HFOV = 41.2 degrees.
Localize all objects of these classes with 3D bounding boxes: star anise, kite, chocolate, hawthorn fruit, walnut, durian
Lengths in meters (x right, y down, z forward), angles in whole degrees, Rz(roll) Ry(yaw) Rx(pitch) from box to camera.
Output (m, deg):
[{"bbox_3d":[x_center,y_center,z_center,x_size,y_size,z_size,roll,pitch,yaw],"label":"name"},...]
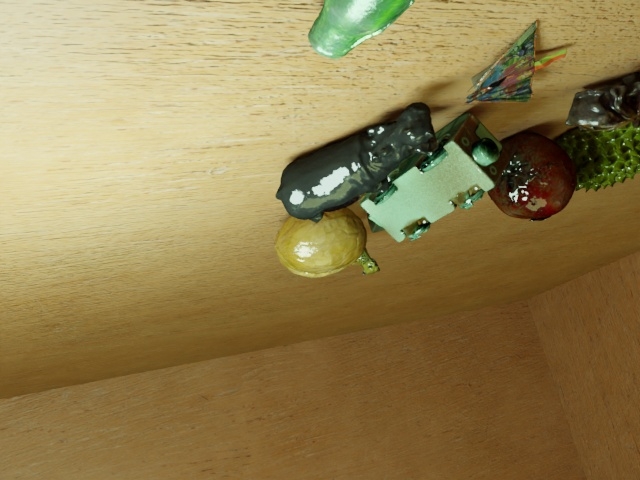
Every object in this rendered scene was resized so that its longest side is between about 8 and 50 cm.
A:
[{"bbox_3d":[0.572,-0.258,1.575,0.214,0.098,0.220,-10,178,43],"label":"star anise"},{"bbox_3d":[0.309,-0.264,1.343,0.183,0.014,0.241,-25,156,-3],"label":"kite"},{"bbox_3d":[0.062,-0.286,0.920,0.110,0.110,0.291,-9,167,-24],"label":"chocolate"},{"bbox_3d":[0.452,-0.131,1.752,0.235,0.181,0.181,-3,161,-42],"label":"hawthorn fruit"},{"bbox_3d":[0.000,0.000,1.829,0.207,0.159,0.159,-12,165,-18],"label":"walnut"},{"bbox_3d":[0.627,-0.217,1.825,0.356,0.157,0.169,-22,-160,27],"label":"durian"}]

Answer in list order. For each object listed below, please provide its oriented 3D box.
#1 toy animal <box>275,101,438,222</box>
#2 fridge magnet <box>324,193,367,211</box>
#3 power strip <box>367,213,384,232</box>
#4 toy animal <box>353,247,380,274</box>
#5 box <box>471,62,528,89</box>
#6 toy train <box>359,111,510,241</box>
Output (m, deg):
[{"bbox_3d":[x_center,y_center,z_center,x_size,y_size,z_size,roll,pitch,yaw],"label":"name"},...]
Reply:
[{"bbox_3d":[0.076,-0.138,1.479,0.343,0.106,0.168,-27,165,32],"label":"toy animal"},{"bbox_3d":[0.028,-0.096,1.667,0.143,0.063,0.143,-15,169,-3],"label":"fridge magnet"},{"bbox_3d":[0.168,-0.086,1.875,0.093,0.053,0.288,-13,167,-8],"label":"power strip"},{"bbox_3d":[0.038,0.035,2.030,0.182,0.136,0.073,-15,166,2],"label":"toy animal"},{"bbox_3d":[0.292,-0.263,1.388,0.083,0.024,0.053,-4,161,-42],"label":"box"},{"bbox_3d":[0.217,-0.117,1.576,0.326,0.129,0.159,-34,-163,51],"label":"toy train"}]
